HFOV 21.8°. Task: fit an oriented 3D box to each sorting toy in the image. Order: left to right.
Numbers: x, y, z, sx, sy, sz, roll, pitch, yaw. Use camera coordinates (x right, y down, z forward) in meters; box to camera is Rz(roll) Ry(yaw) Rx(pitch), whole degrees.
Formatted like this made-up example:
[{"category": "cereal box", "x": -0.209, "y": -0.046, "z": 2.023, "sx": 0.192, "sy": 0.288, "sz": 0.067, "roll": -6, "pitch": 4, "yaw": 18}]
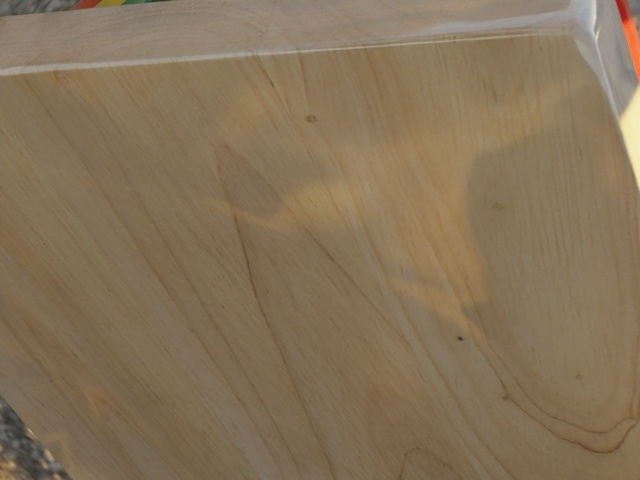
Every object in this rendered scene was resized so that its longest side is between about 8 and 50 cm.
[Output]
[{"category": "sorting toy", "x": 0.000, "y": 0.000, "z": 0.548, "sx": 0.257, "sy": 0.255, "sz": 0.089, "roll": 61, "pitch": 36, "yaw": -45}]
